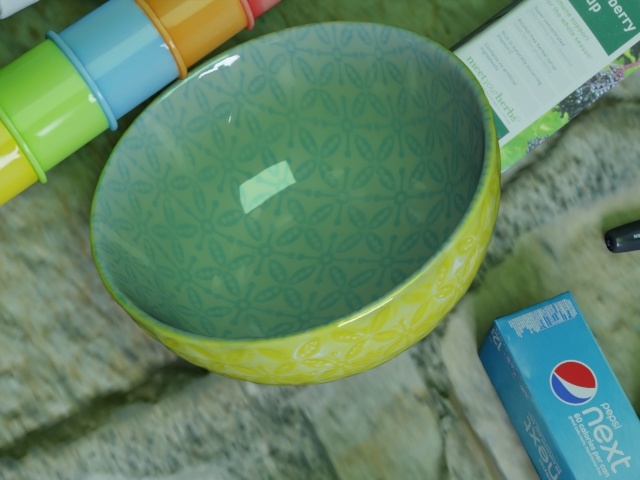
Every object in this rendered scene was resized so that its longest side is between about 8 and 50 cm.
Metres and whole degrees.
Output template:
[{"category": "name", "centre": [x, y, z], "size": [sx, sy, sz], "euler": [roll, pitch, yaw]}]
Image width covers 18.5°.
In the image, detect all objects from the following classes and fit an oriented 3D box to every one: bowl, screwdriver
[{"category": "bowl", "centre": [0.000, 0.000, 1.384], "size": [0.289, 0.289, 0.156], "euler": [-43, 139, -14]}, {"category": "screwdriver", "centre": [0.301, -0.013, 1.548], "size": [0.170, 0.024, 0.025], "euler": [-9, 58, -17]}]

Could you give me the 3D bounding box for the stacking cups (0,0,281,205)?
[{"category": "stacking cups", "centre": [-0.141, -0.124, 1.391], "size": [0.316, 0.096, 0.096], "euler": [-33, 94, -9]}]

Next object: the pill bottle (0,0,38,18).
[{"category": "pill bottle", "centre": [-0.140, -0.271, 1.390], "size": [0.272, 0.152, 0.152], "euler": [-32, 93, -15]}]

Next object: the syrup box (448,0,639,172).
[{"category": "syrup box", "centre": [0.181, -0.148, 1.490], "size": [0.237, 0.096, 0.093], "euler": [-37, 94, -13]}]

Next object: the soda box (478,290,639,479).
[{"category": "soda box", "centre": [0.194, 0.148, 1.444], "size": [0.067, 0.071, 0.210], "euler": [-19, 69, -15]}]
